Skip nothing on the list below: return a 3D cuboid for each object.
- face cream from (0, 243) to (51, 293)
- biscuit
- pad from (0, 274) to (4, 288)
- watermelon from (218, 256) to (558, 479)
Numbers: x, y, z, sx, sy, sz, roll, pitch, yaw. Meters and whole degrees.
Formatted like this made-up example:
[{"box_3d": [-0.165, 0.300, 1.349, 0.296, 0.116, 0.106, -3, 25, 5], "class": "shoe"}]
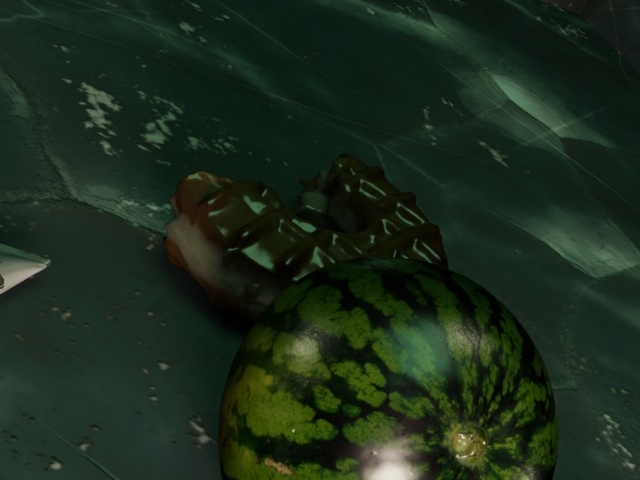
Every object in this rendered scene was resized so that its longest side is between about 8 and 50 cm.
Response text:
[{"box_3d": [-0.334, 0.044, 1.101, 0.092, 0.058, 0.244, 20, 22, 8], "class": "face cream"}, {"box_3d": [0.008, 0.012, 1.406, 0.268, 0.115, 0.366, 39, 30, 19], "class": "biscuit"}, {"box_3d": [-0.400, 0.013, 1.043, 0.233, 0.022, 0.174, 20, 21, 34], "class": "pad"}, {"box_3d": [0.053, 0.155, 1.030, 0.285, 0.285, 0.285, 22, 28, -13], "class": "watermelon"}]
